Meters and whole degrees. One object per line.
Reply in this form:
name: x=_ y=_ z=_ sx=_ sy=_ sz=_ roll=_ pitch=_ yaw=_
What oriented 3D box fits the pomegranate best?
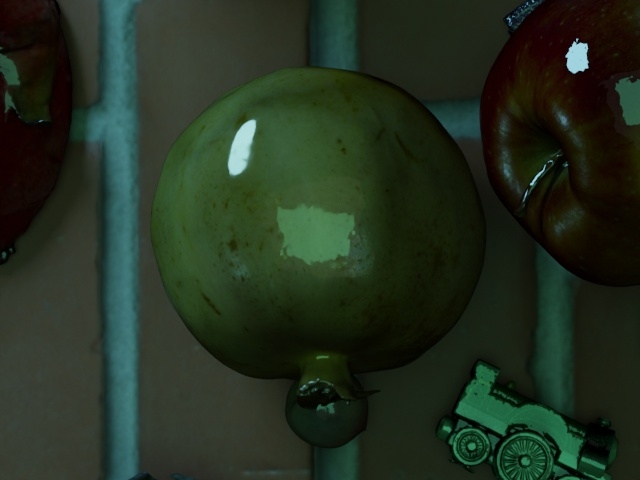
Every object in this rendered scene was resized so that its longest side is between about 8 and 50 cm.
pomegranate: x=0.000 y=0.000 z=1.745 sx=0.319 sy=0.319 sz=0.319 roll=0 pitch=91 yaw=3

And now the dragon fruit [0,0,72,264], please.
dragon fruit: x=-0.377 y=-0.102 z=1.859 sx=0.343 sy=0.100 sz=0.282 roll=-34 pitch=94 yaw=4

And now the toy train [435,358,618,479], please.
toy train: x=0.203 y=0.195 z=1.850 sx=0.178 sy=0.071 sz=0.104 roll=25 pitch=82 yaw=3

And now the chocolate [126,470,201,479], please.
chocolate: x=-0.162 y=0.391 z=1.786 sx=0.213 sy=0.303 sz=0.303 roll=-40 pitch=89 yaw=29

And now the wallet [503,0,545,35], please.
wallet: x=0.272 y=-0.219 z=1.853 sx=0.166 sy=0.030 sz=0.111 roll=-36 pitch=90 yaw=4

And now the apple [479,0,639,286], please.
apple: x=0.301 y=-0.115 z=1.720 sx=0.317 sy=0.288 sz=0.288 roll=-22 pitch=90 yaw=-16

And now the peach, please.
peach: x=0.007 y=0.161 z=1.853 sx=0.083 sy=0.083 sz=0.083 roll=0 pitch=91 yaw=3
